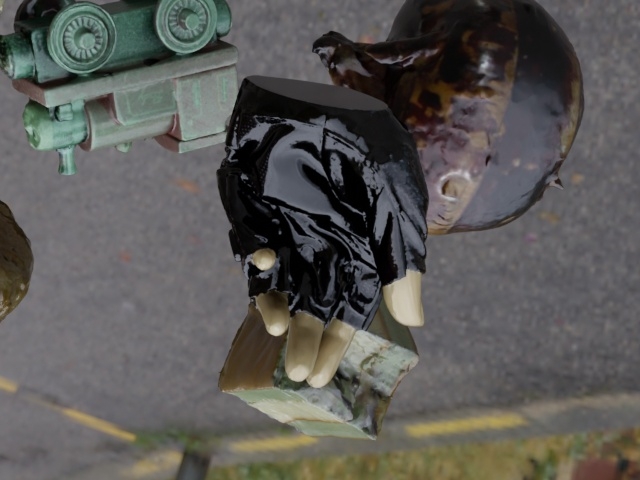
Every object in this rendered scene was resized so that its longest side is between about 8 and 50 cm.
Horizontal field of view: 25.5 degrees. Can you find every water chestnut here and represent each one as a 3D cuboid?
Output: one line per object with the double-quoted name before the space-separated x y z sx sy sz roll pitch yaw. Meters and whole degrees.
"water chestnut" 0.123 -0.144 1.478 0.300 0.300 0.300 13 153 7

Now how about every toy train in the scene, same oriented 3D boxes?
"toy train" -0.243 -0.205 1.732 0.150 0.304 0.221 32 131 53

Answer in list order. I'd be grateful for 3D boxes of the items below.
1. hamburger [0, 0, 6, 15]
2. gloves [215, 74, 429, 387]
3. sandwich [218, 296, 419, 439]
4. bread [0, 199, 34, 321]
"hamburger" -0.482 -0.317 1.592 0.151 0.295 0.227 -44 156 23
"gloves" 0.000 0.000 0.988 0.164 0.203 0.124 12 -164 12
"sandwich" 0.018 0.101 1.636 0.155 0.227 0.198 29 162 -20
"bread" -0.385 0.014 1.340 0.230 0.230 0.123 25 110 -18
